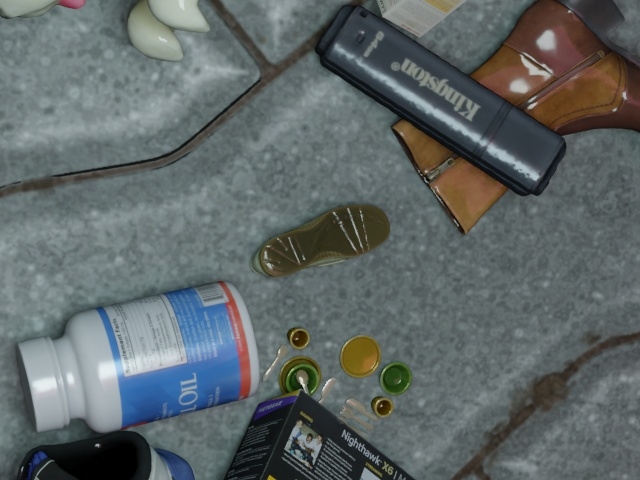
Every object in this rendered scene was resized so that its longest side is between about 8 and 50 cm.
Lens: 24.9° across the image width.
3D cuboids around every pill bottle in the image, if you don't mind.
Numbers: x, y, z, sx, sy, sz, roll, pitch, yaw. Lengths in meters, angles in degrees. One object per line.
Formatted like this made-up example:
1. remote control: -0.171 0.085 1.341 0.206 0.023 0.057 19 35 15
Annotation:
1. pill bottle: -0.181 0.120 1.429 0.221 0.124 0.124 -13 102 -16

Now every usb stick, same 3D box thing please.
1. usb stick: 0.125 -0.144 1.491 0.278 0.045 0.077 33 87 0

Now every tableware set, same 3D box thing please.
1. tableware set: 0.022 0.144 1.558 0.154 0.024 0.104 34 86 -20

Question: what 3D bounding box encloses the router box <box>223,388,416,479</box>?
1. router box: 0.023 0.342 1.499 0.309 0.081 0.243 41 52 -20

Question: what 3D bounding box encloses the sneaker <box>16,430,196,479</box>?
1. sneaker: -0.266 0.288 1.381 0.315 0.127 0.182 -44 151 -15

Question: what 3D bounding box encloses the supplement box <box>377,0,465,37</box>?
1. supplement box: 0.114 -0.259 1.484 0.098 0.036 0.062 -36 142 29

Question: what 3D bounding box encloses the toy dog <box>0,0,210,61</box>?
1. toy dog: -0.170 -0.351 1.281 0.408 0.284 0.395 -26 106 -12

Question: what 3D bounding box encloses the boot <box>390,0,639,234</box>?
1. boot: 0.254 -0.107 1.564 0.280 0.096 0.264 -43 110 -8

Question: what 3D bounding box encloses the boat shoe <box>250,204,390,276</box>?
1. boat shoe: 0.000 0.002 1.523 0.153 0.048 0.056 -23 93 -22
